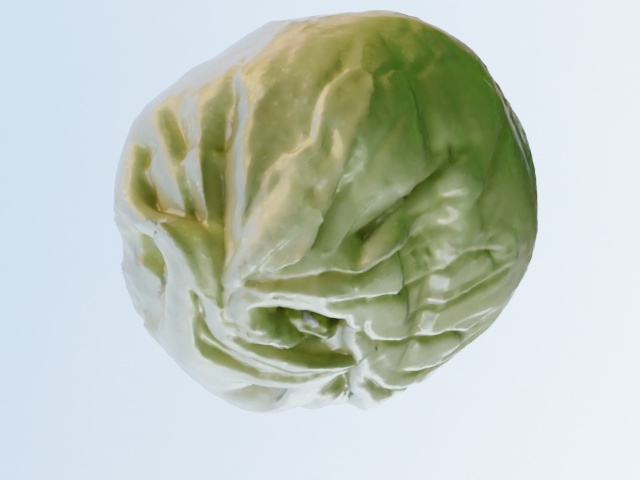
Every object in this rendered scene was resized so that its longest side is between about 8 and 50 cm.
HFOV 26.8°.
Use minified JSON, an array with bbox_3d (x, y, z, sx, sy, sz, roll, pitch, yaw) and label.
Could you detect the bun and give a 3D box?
[{"bbox_3d":[0.000,0.000,0.682,0.229,0.229,0.145,39,-146,-25],"label":"bun"}]
